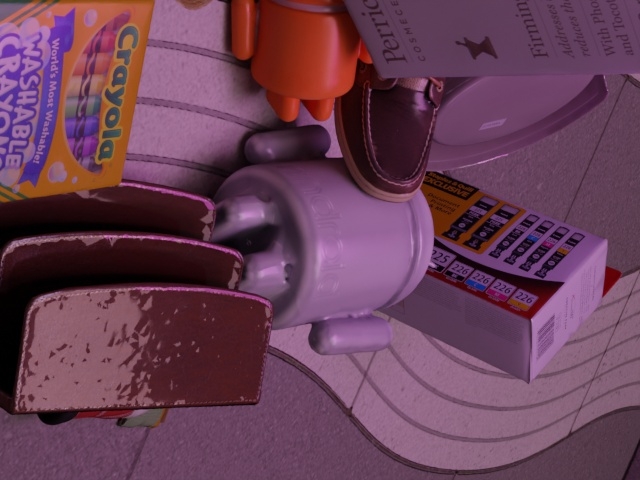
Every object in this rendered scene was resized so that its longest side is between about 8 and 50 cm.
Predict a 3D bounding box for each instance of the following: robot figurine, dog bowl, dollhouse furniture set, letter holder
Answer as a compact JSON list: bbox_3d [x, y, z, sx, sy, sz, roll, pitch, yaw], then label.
[{"bbox_3d":[0.000,0.000,1.780,0.353,0.200,0.300,-9,80,-44],"label":"robot figurine"},{"bbox_3d":[0.249,-0.222,1.964,0.349,0.102,0.349,-19,161,-7],"label":"dog bowl"},{"bbox_3d":[-0.186,0.174,1.787,0.076,0.059,0.151,5,107,-57],"label":"dollhouse furniture set"},{"bbox_3d":[-0.013,-0.250,1.684,0.128,0.158,0.219,-48,149,-58],"label":"robot figurine"},{"bbox_3d":[-0.206,0.052,1.499,0.302,0.152,0.214,3,102,-41],"label":"letter holder"}]

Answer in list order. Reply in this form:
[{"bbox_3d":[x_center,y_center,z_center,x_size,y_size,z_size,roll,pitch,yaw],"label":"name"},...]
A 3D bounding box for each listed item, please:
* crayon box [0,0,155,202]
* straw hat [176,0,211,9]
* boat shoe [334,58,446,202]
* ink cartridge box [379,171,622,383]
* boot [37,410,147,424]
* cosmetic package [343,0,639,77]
[{"bbox_3d":[-0.278,-0.148,1.395,0.323,0.083,0.203,-14,123,-53],"label":"crayon box"},{"bbox_3d":[-0.155,-0.310,1.489,0.144,0.061,0.144,-20,112,-60],"label":"straw hat"},{"bbox_3d":[0.098,-0.216,1.748,0.123,0.123,0.342,130,-30,-61],"label":"boat shoe"},{"bbox_3d":[0.246,0.025,2.097,0.272,0.309,0.130,-42,142,-35],"label":"ink cartridge box"},{"bbox_3d":[-0.235,0.098,1.636,0.176,0.088,0.244,3,112,-56],"label":"boot"},{"bbox_3d":[0.231,-0.395,1.526,0.327,0.394,0.329,-57,134,-33],"label":"cosmetic package"}]
